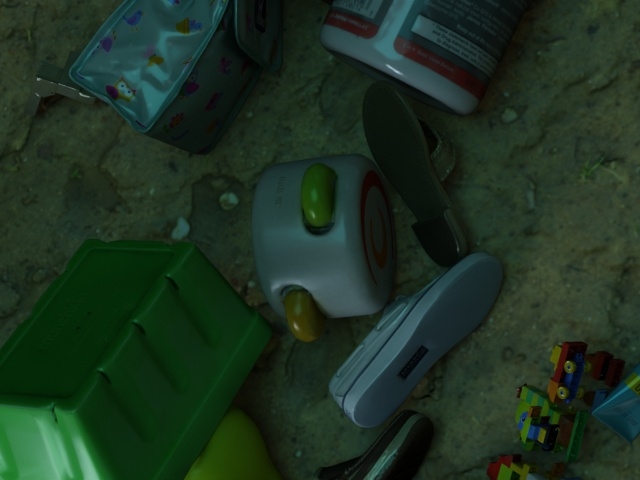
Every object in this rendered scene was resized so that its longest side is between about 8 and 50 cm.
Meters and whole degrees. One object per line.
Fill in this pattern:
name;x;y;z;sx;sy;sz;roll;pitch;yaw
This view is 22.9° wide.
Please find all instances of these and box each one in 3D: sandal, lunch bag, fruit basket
sandal;0.130;-0.091;1.906;0.088;0.079;0.240;-15;102;48
lunch bag;-0.149;-0.252;1.948;0.160;0.223;0.262;38;95;15
fruit basket;-0.203;0.226;1.885;0.283;0.392;0.392;2;83;30

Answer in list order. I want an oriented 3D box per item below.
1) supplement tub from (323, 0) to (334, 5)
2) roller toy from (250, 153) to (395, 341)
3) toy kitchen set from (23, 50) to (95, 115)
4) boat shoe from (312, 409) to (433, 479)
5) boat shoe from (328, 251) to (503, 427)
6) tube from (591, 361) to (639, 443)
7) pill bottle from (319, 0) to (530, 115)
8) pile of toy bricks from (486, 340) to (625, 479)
supplement tub;-0.003;-0.361;1.921;0.117;0.190;0.117;-7;77;31
roller toy;0.000;0.000;1.879;0.146;0.191;0.209;-6;104;17
toy kitchen set;-0.343;-0.205;2.117;0.083;0.075;0.068;20;47;-11
boat shoe;0.030;0.298;1.881;0.095;0.095;0.257;37;96;26
boat shoe;0.107;0.103;1.881;0.258;0.095;0.084;-45;44;-4
tube;0.398;0.137;1.789;0.207;0.080;0.052;-49;29;6
pill bottle;0.165;-0.349;1.858;0.210;0.210;0.363;28;92;21
pile of toy bricks;0.261;0.203;1.819;0.105;0.118;0.212;30;111;48
